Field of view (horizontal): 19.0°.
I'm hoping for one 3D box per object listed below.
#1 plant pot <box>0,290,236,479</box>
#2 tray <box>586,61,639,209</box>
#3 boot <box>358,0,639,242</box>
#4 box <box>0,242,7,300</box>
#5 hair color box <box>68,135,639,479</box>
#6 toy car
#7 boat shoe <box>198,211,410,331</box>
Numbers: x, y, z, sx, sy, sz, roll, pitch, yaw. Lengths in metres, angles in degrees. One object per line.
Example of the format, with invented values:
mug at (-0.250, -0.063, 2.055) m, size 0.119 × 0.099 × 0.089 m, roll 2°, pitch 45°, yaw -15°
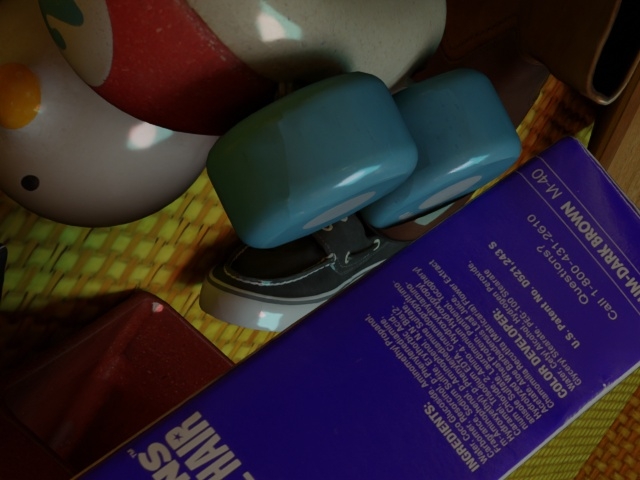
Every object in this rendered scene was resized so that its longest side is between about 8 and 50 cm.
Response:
plant pot at (-0.103, 0.221, 1.027) m, size 0.236 × 0.267 × 0.267 m, roll -49°, pitch 177°, yaw 14°
tray at (0.314, -0.195, 1.549) m, size 0.203 × 0.076 × 0.411 m, roll -64°, pitch 175°, yaw -53°
boot at (0.126, -0.098, 1.094) m, size 0.264 × 0.096 × 0.280 m, roll -55°, pitch -163°, yaw 1°
box at (-0.241, 0.107, 0.708) m, size 0.261 × 0.103 × 0.184 m, roll -36°, pitch 141°, yaw -54°
hair color box at (-0.009, 0.105, 0.805) m, size 0.339 × 0.110 × 0.185 m, roll -35°, pitch 172°, yaw -35°
toy car at (-0.083, -0.073, 0.779) m, size 0.238 × 0.219 × 0.210 m, roll -31°, pitch 171°, yaw 25°
boat shoe at (0.000, 0.000, 1.224) m, size 0.228 × 0.080 × 0.076 m, roll -17°, pitch 122°, yaw -57°
